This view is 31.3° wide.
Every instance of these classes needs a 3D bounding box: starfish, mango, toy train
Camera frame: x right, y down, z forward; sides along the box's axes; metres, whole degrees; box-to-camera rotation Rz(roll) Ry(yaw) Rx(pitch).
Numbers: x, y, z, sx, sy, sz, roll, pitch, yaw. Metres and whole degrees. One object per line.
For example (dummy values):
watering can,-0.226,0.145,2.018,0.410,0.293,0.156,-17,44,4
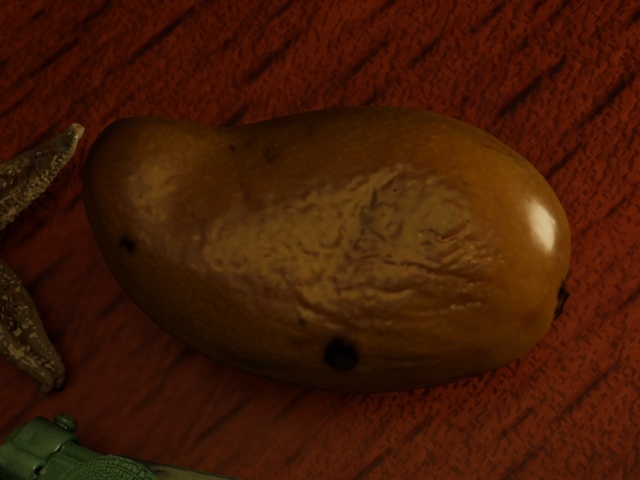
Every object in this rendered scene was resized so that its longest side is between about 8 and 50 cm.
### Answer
starfish,-0.275,0.037,0.745,0.295,0.048,0.231,-20,69,0
mango,0.002,0.001,0.690,0.295,0.120,0.177,7,79,11
toy train,-0.121,0.166,0.649,0.178,0.071,0.104,20,63,12

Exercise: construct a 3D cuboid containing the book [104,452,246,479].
book,-0.103,0.201,0.680,0.103,0.017,0.135,10,71,9
